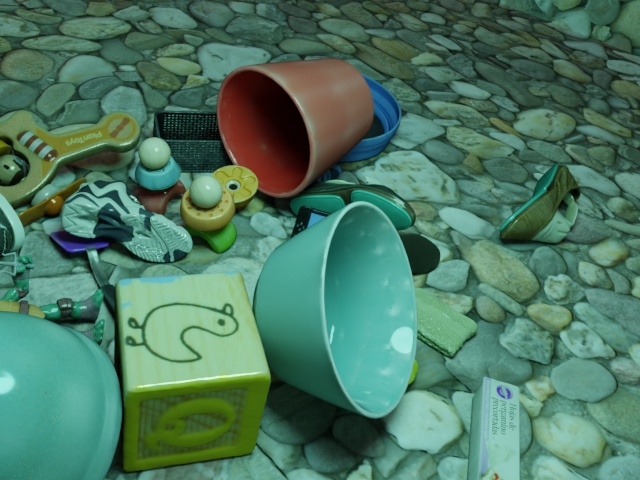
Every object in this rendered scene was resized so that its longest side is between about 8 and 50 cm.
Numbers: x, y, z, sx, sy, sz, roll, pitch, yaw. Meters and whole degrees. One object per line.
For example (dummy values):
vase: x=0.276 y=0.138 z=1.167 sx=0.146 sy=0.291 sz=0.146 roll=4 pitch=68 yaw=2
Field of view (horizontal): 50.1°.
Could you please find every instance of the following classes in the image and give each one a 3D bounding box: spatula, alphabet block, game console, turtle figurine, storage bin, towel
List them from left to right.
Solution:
turtle figurine: x=-0.454 y=0.110 z=1.040 sx=0.234 sy=0.118 sz=0.175 roll=11 pitch=52 yaw=-28
spatula: x=-0.379 y=0.060 z=1.187 sx=0.084 sy=0.030 sz=0.296 roll=-12 pitch=46 yaw=-38
alphabet block: x=-0.192 y=0.182 z=0.973 sx=0.192 sy=0.193 sz=0.197 roll=-5 pitch=43 yaw=-19
storage bin: x=-0.273 y=-0.218 z=1.508 sx=0.180 sy=0.084 sz=0.122 roll=-1 pitch=42 yaw=-20
game console: x=0.000 y=0.000 z=1.345 sx=0.122 sy=0.107 sz=0.071 roll=18 pitch=11 yaw=3
towel: x=0.207 y=0.146 z=1.264 sx=0.148 sy=0.027 sz=0.110 roll=35 pitch=44 yaw=23

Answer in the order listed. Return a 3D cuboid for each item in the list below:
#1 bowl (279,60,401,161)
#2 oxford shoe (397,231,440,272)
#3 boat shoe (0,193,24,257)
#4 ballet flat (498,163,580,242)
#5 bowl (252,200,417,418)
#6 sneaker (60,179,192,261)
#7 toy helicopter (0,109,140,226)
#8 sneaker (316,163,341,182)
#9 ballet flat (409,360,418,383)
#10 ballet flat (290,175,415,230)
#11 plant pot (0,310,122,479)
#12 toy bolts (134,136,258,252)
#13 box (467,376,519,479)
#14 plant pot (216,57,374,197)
bowl: x=0.007 y=-0.329 z=1.730 sx=0.391 sy=0.077 sz=0.391 roll=9 pitch=39 yaw=-7
oxford shoe: x=0.147 y=0.012 z=1.357 sx=0.212 sy=0.076 sz=0.076 roll=16 pitch=4 yaw=-29
boat shoe: x=-0.634 y=-0.093 z=1.170 sx=0.302 sy=0.114 sz=0.091 roll=45 pitch=34 yaw=8
ballet flat: x=0.522 y=-0.065 z=1.566 sx=0.124 sy=0.116 sz=0.342 roll=45 pitch=41 yaw=6
bowl: x=0.013 y=0.105 z=1.031 sx=0.163 sy=0.311 sz=0.311 roll=-7 pitch=29 yaw=30
sneaker: x=-0.351 y=-0.050 z=1.275 sx=0.235 sy=0.094 sz=0.153 roll=12 pitch=30 yaw=-15
toy helicopter: x=-0.510 y=-0.154 z=1.312 sx=0.355 sy=0.140 sz=0.235 roll=-22 pitch=73 yaw=-22
sneaker: x=-0.014 y=-0.133 z=1.512 sx=0.144 sy=0.053 sz=0.059 roll=-17 pitch=48 yaw=-21
ballet flat: x=0.078 y=0.164 z=1.182 sx=0.231 sy=0.077 sz=0.077 roll=42 pitch=25 yaw=26
ballet flat: x=0.071 y=-0.089 z=1.391 sx=0.280 sy=0.095 sz=0.096 roll=10 pitch=44 yaw=26
plant pot: x=-0.407 y=0.202 z=0.779 sx=0.293 sy=0.196 sz=0.293 roll=-8 pitch=61 yaw=14
toy bolts: x=-0.241 y=-0.123 z=1.318 sx=0.228 sy=0.158 sz=0.218 roll=23 pitch=54 yaw=12
box: x=0.254 y=0.348 z=1.010 sx=0.063 sy=0.067 sz=0.324 roll=17 pitch=38 yaw=3
plant pot: x=-0.037 y=-0.256 z=1.419 sx=0.275 sy=0.275 sz=0.243 roll=37 pitch=46 yaw=25
